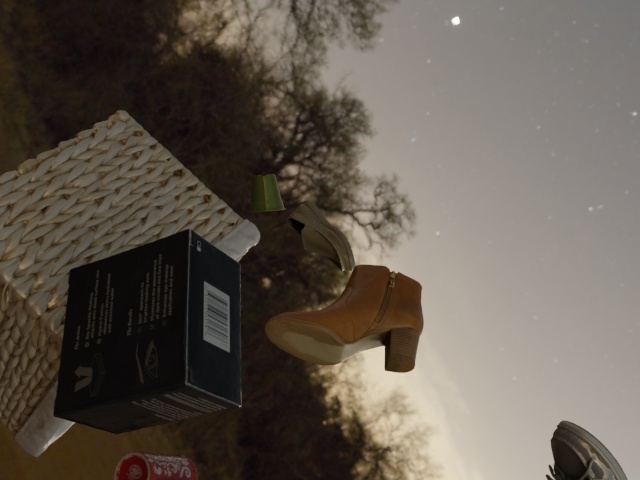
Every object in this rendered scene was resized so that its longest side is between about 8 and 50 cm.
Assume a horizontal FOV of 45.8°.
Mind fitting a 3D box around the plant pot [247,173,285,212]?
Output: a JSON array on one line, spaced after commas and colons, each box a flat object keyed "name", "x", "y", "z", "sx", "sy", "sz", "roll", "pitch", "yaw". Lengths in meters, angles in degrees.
[{"name": "plant pot", "x": -0.120, "y": -0.103, "z": 1.642, "sx": 0.083, "sy": 0.083, "sz": 0.079, "roll": -159, "pitch": -117, "yaw": -80}]

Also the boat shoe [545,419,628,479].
[{"name": "boat shoe", "x": 0.472, "y": 0.465, "z": 1.332, "sx": 0.118, "sy": 0.103, "sz": 0.321, "roll": 13, "pitch": -51, "yaw": 58}]

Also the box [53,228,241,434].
[{"name": "box", "x": -0.165, "y": 0.093, "z": 0.744, "sx": 0.093, "sy": 0.158, "sz": 0.156, "roll": 41, "pitch": 39, "yaw": -52}]

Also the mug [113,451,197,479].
[{"name": "mug", "x": -0.340, "y": 0.507, "z": 1.626, "sx": 0.169, "sy": 0.150, "sz": 0.113, "roll": 42, "pitch": 43, "yaw": -58}]

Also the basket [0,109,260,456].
[{"name": "basket", "x": -0.322, "y": 0.059, "z": 1.032, "sx": 0.266, "sy": 0.328, "sz": 0.331, "roll": 45, "pitch": -44, "yaw": 2}]

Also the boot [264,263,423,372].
[{"name": "boot", "x": 0.050, "y": 0.127, "z": 1.423, "sx": 0.104, "sy": 0.295, "sz": 0.211, "roll": 110, "pitch": -10, "yaw": -45}]

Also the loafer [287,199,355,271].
[{"name": "loafer", "x": 0.000, "y": 0.000, "z": 2.028, "sx": 0.268, "sy": 0.092, "sz": 0.102, "roll": 48, "pitch": -18, "yaw": 40}]
